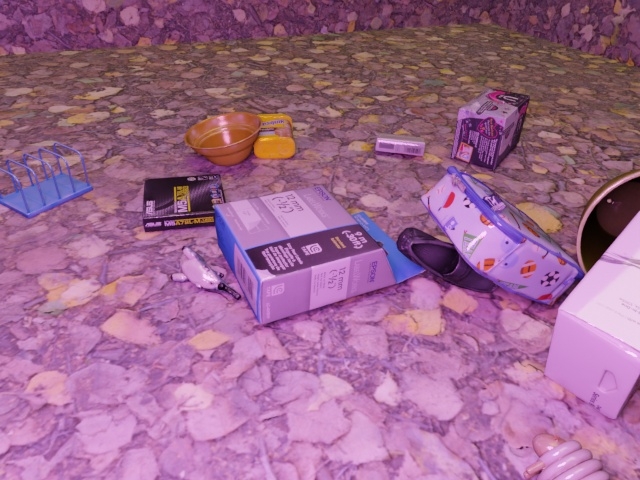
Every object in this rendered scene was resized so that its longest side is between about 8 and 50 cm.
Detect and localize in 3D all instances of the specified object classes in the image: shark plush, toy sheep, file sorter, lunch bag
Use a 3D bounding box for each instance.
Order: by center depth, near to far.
[{"bbox_3d":[0.314,0.302,0.620,0.091,0.091,0.132,-13,52,-22],"label":"toy sheep"},{"bbox_3d":[0.335,-0.016,0.941,0.304,0.115,0.243,28,26,-30],"label":"lunch bag"},{"bbox_3d":[-0.211,0.059,0.956,0.161,0.073,0.067,17,7,27],"label":"shark plush"},{"bbox_3d":[-0.657,-0.148,1.174,0.118,0.104,0.170,21,39,25],"label":"file sorter"}]

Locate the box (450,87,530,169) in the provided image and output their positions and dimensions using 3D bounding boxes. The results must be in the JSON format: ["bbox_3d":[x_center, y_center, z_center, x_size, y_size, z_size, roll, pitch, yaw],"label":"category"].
[{"bbox_3d":[0.513,-0.343,1.497,0.142,0.163,0.247,21,39,27],"label":"box"}]

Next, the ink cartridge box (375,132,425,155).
[{"bbox_3d":[0.247,-0.299,1.539,0.146,0.045,0.179,8,17,8],"label":"ink cartridge box"}]

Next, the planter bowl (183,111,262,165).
[{"bbox_3d":[-0.257,-0.268,1.377,0.218,0.090,0.217,-7,37,5],"label":"planter bowl"}]

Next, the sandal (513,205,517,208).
[{"bbox_3d":[0.383,-0.060,1.178,0.079,0.088,0.240,-37,35,-2],"label":"sandal"}]

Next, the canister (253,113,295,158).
[{"bbox_3d":[-0.140,-0.308,1.476,0.126,0.073,0.169,-3,36,-8],"label":"canister"}]

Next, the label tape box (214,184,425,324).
[{"bbox_3d":[0.000,0.000,0.969,0.348,0.115,0.249,-15,40,-22],"label":"label tape box"}]

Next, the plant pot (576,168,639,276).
[{"bbox_3d":[0.653,-0.034,1.009,0.275,0.274,0.293,14,21,16],"label":"plant pot"}]

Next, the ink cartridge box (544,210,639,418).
[{"bbox_3d":[0.477,0.093,0.749,0.289,0.211,0.122,-41,50,-19],"label":"ink cartridge box"}]

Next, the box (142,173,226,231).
[{"bbox_3d":[-0.320,-0.093,1.173,0.184,0.045,0.190,-4,34,-14],"label":"box"}]

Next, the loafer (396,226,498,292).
[{"bbox_3d":[0.246,0.046,0.939,0.223,0.076,0.078,26,12,-12],"label":"loafer"}]
